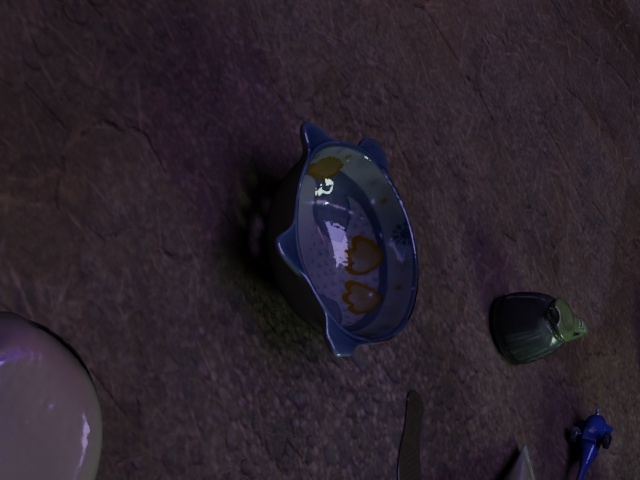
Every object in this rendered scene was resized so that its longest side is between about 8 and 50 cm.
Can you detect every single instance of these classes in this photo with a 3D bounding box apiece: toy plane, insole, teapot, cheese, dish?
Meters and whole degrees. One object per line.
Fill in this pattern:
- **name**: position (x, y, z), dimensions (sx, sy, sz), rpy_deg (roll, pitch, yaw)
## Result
- **toy plane**: position (0.354, 0.289, 1.706), dimensions (0.167, 0.054, 0.062), rpy_deg (-56, 149, -49)
- **insole**: position (0.100, 0.226, 1.400), dimensions (0.045, 0.002, 0.135), rpy_deg (41, 46, -40)
- **teapot**: position (0.283, 0.102, 1.635), dimensions (0.124, 0.090, 0.092), rpy_deg (-26, 100, -55)
- **cheese**: position (-0.244, 0.181, 0.852), dimensions (0.163, 0.082, 0.286), rpy_deg (54, 40, -27)
- **dish**: position (0.000, 0.000, 1.272), dimensions (0.228, 0.086, 0.236), rpy_deg (59, 37, -20)

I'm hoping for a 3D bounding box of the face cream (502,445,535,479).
- **face cream**: position (0.206, 0.349, 1.448), dimensions (0.341, 0.084, 0.137), rpy_deg (-24, 100, -64)
